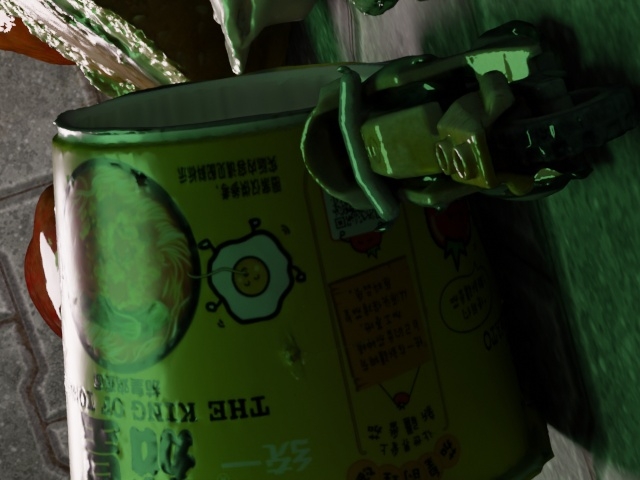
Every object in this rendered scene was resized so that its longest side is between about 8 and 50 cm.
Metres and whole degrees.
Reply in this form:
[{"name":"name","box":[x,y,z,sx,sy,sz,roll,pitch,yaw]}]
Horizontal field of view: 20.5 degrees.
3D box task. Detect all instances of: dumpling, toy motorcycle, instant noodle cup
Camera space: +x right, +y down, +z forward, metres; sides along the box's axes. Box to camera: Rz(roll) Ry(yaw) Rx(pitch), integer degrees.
[{"name":"dumpling","box":[-0.055,-0.216,1.350,0.150,0.092,0.176,134,115,-79]},{"name":"toy motorcycle","box":[0.066,-0.051,0.877,0.229,0.130,0.094,-147,42,-75]},{"name":"instant noodle cup","box":[-0.028,0.029,1.117,0.325,0.326,0.254,-144,45,-74]}]

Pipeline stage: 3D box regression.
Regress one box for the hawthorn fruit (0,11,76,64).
[{"name":"hawthorn fruit","box":[-0.244,-0.309,1.820,0.369,0.285,0.284,19,131,50]}]

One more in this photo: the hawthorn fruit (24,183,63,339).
[{"name":"hawthorn fruit","box":[-0.201,0.033,2.130,0.325,0.308,0.308,47,157,44]}]

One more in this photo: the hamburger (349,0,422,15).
[{"name":"hamburger","box":[0.029,-0.196,1.005,0.140,0.062,0.133,82,167,-60]}]

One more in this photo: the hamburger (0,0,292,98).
[{"name":"hamburger","box":[-0.145,-0.243,1.534,0.330,0.209,0.162,34,159,-1]}]
